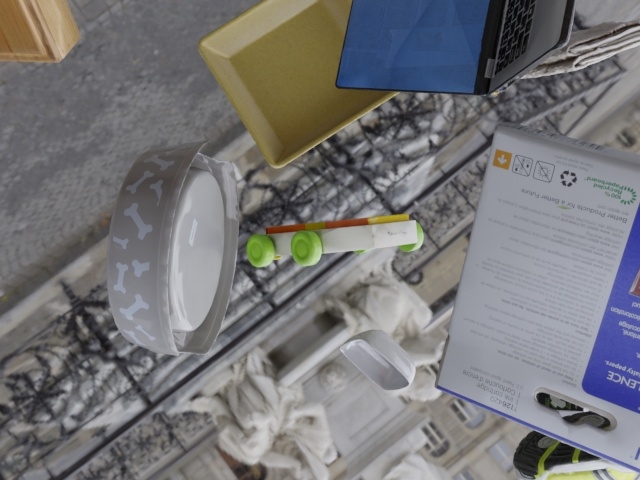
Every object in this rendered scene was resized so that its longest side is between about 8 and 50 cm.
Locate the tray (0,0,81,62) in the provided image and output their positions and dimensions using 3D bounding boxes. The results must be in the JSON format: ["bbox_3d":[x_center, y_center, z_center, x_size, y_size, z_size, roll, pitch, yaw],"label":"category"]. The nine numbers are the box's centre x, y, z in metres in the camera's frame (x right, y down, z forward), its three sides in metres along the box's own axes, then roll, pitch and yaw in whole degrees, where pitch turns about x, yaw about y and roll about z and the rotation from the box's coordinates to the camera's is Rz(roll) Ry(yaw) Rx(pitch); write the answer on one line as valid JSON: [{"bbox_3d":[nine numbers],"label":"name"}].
[{"bbox_3d":[-0.467,-0.412,0.876,0.411,0.202,0.076,80,21,-46],"label":"tray"}]

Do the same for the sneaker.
[{"bbox_3d":[0.494,0.343,1.107,0.384,0.147,0.145,-10,-166,7],"label":"sneaker"}]

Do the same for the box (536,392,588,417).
[{"bbox_3d":[0.420,0.283,1.258,0.083,0.052,0.062,-4,146,27],"label":"box"}]

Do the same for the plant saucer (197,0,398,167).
[{"bbox_3d":[-0.039,-0.362,1.540,0.332,0.333,0.081,-32,171,0],"label":"plant saucer"}]

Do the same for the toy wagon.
[{"bbox_3d":[0.000,0.000,1.271,0.267,0.068,0.344,-6,-178,-43],"label":"toy wagon"}]

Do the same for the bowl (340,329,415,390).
[{"bbox_3d":[0.121,0.232,1.437,0.053,0.142,0.142,-47,-177,-26],"label":"bowl"}]

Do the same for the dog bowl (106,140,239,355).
[{"bbox_3d":[-0.220,0.013,1.119,0.102,0.349,0.349,5,175,8],"label":"dog bowl"}]

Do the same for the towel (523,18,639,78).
[{"bbox_3d":[0.399,-0.319,1.228,0.187,0.049,0.282,-23,-167,-20],"label":"towel"}]

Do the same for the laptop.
[{"bbox_3d":[0.194,-0.423,1.030,0.408,0.236,0.382,160,-59,-84],"label":"laptop"}]

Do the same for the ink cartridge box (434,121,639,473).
[{"bbox_3d":[0.291,0.066,0.732,0.072,0.303,0.307,-31,135,-54],"label":"ink cartridge box"}]
